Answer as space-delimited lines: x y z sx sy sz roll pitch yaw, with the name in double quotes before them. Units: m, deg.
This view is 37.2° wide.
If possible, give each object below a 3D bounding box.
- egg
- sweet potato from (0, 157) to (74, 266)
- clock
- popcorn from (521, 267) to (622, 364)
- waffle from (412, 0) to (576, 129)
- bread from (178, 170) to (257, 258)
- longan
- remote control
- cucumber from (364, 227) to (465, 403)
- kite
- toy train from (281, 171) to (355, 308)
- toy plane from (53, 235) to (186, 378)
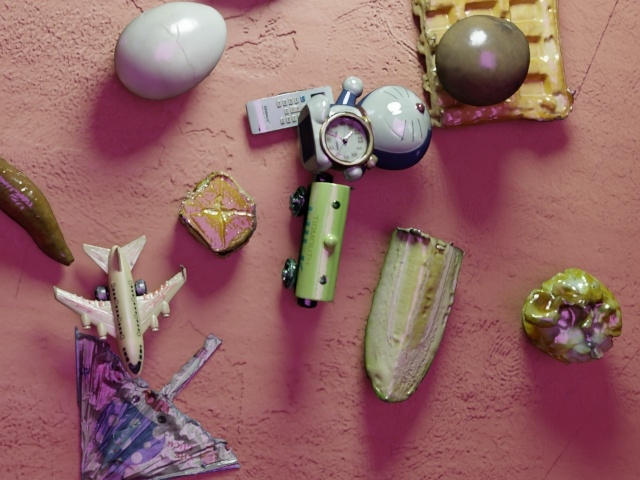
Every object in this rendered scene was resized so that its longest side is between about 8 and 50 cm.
"egg" -0.255 -0.329 1.630 0.209 0.151 0.151 -37 102 -15
"sweet potato" -0.500 -0.057 1.617 0.077 0.077 0.243 -45 117 -10
"clock" 0.086 -0.203 1.732 0.243 0.146 0.199 -8 79 -20
"popcorn" 0.481 0.149 1.852 0.212 0.198 0.197 27 84 -46
"waffle" 0.332 -0.392 1.839 0.304 0.077 0.348 -9 95 -17
"bread" -0.179 -0.047 1.708 0.140 0.069 0.128 46 79 -10
"longan" 0.291 -0.323 1.703 0.187 0.167 0.167 -33 101 -29
"remote control" -0.055 -0.242 1.756 0.166 0.029 0.065 -15 97 -20
"cucumber" 0.164 0.143 1.804 0.145 0.105 0.325 14 88 -43
"kite" -0.309 0.311 1.715 0.406 0.014 0.368 43 81 -14
"toy train" 0.000 0.000 1.716 0.105 0.157 0.253 9 89 -17
"toy plane" -0.340 0.118 1.653 0.229 0.092 0.244 -8 87 -18
